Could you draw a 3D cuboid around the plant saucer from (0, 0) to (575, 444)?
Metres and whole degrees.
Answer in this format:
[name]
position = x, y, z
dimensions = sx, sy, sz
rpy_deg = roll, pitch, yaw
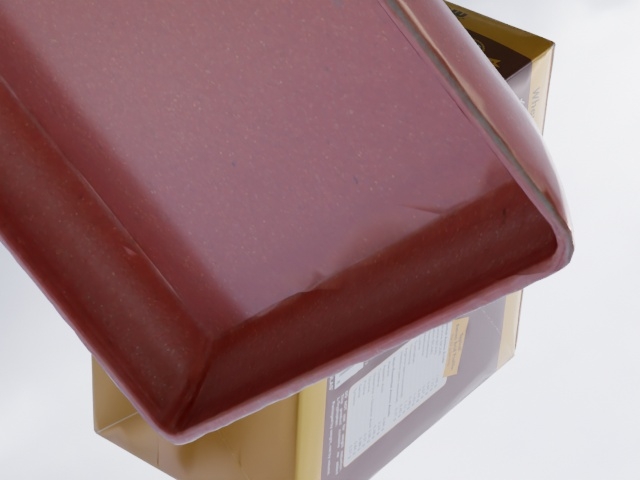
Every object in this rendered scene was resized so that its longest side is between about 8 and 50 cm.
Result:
[plant saucer]
position = -0.058, -0.069, 0.654
dimensions = 0.048, 0.259, 0.258
rpy_deg = -42, -173, -36

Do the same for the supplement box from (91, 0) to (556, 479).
[supplement box]
position = 0.000, 0.000, 0.940
dimensions = 0.129, 0.191, 0.194
rpy_deg = 25, -140, 29

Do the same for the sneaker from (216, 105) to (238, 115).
[sneaker]
position = 0.020, -0.067, 0.752
dimensions = 0.063, 0.170, 0.075
rpy_deg = 34, -79, 25
